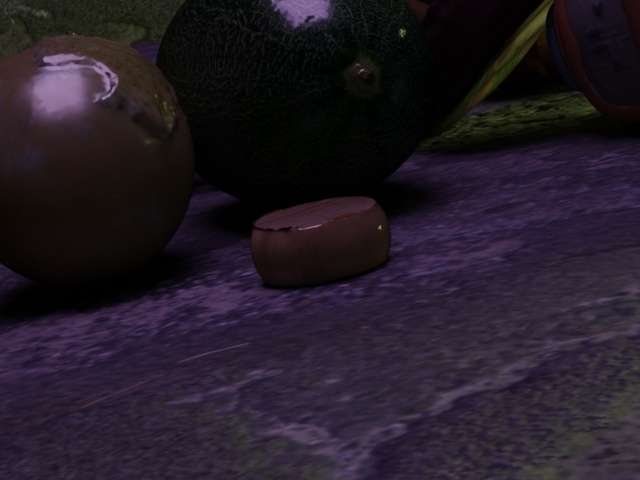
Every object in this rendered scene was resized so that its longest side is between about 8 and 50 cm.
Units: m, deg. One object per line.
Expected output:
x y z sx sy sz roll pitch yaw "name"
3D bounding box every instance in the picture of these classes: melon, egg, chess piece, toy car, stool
-0.018 -0.110 1.297 0.182 0.182 0.287 -15 12 -19 "melon"
-0.158 -0.053 1.194 0.164 0.164 0.201 -13 18 -5 "egg"
0.000 0.000 1.089 0.083 0.038 0.083 -9 10 2 "chess piece"
0.283 -0.177 1.375 0.212 0.180 0.270 -17 4 40 "toy car"
0.108 -0.235 1.500 0.272 0.178 0.272 -50 -6 -8 "stool"

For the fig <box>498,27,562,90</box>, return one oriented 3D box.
0.179 -0.258 1.729 0.170 0.274 0.145 -22 -23 -15 "fig"
